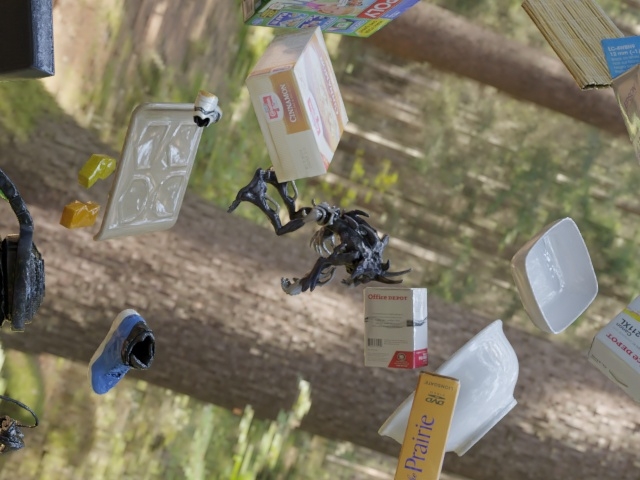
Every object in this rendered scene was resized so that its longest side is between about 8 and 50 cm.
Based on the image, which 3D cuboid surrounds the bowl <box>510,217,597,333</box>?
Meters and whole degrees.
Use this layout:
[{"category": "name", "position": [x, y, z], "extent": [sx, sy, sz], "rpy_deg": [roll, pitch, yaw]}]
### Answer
[{"category": "bowl", "position": [0.334, 0.051, 1.723], "extent": [0.053, 0.142, 0.142], "rpy_deg": [-3, -153, 48]}]

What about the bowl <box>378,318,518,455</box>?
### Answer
[{"category": "bowl", "position": [0.254, 0.287, 2.095], "extent": [0.298, 0.134, 0.298], "rpy_deg": [-41, 167, -11]}]

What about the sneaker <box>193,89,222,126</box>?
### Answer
[{"category": "sneaker", "position": [-0.139, -0.151, 1.405], "extent": [0.083, 0.031, 0.037], "rpy_deg": [75, 37, -78]}]

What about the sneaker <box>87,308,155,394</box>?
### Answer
[{"category": "sneaker", "position": [-0.312, 0.193, 1.863], "extent": [0.084, 0.058, 0.152], "rpy_deg": [38, -77, 43]}]

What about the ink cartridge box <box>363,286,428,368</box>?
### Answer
[{"category": "ink cartridge box", "position": [0.129, 0.147, 2.007], "extent": [0.056, 0.099, 0.135], "rpy_deg": [-1, 91, -57]}]

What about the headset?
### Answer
[{"category": "headset", "position": [-0.446, 0.074, 1.438], "extent": [0.185, 0.243, 0.394], "rpy_deg": [169, -101, -77]}]

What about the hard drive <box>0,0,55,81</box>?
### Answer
[{"category": "hard drive", "position": [-0.558, -0.352, 1.977], "extent": [0.054, 0.254, 0.172], "rpy_deg": [-13, 105, -60]}]

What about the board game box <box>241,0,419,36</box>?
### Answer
[{"category": "board game box", "position": [0.049, -0.367, 1.655], "extent": [0.317, 0.213, 0.046], "rpy_deg": [-23, -112, 61]}]

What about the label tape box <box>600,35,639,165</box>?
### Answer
[{"category": "label tape box", "position": [0.558, -0.180, 1.622], "extent": [0.115, 0.249, 0.348], "rpy_deg": [95, -14, -63]}]

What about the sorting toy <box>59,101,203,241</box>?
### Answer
[{"category": "sorting toy", "position": [-0.278, -0.106, 1.763], "extent": [0.307, 0.041, 0.229], "rpy_deg": [-13, 128, -66]}]

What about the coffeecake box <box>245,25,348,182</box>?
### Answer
[{"category": "coffeecake box", "position": [-0.027, -0.179, 1.526], "extent": [0.185, 0.068, 0.142], "rpy_deg": [-69, 145, -61]}]

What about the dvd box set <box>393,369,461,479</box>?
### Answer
[{"category": "dvd box set", "position": [0.106, 0.423, 1.603], "extent": [0.308, 0.062, 0.421], "rpy_deg": [87, 18, -65]}]

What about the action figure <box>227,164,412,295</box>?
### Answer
[{"category": "action figure", "position": [0.000, 0.000, 1.803], "extent": [0.141, 0.275, 0.164], "rpy_deg": [-54, 175, 35]}]

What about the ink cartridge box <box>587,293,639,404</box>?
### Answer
[{"category": "ink cartridge box", "position": [0.514, 0.150, 1.790], "extent": [0.175, 0.127, 0.072], "rpy_deg": [-38, 154, -19]}]

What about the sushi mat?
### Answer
[{"category": "sushi mat", "position": [0.519, -0.393, 2.302], "extent": [0.317, 0.151, 0.019], "rpy_deg": [-111, -164, -46]}]
